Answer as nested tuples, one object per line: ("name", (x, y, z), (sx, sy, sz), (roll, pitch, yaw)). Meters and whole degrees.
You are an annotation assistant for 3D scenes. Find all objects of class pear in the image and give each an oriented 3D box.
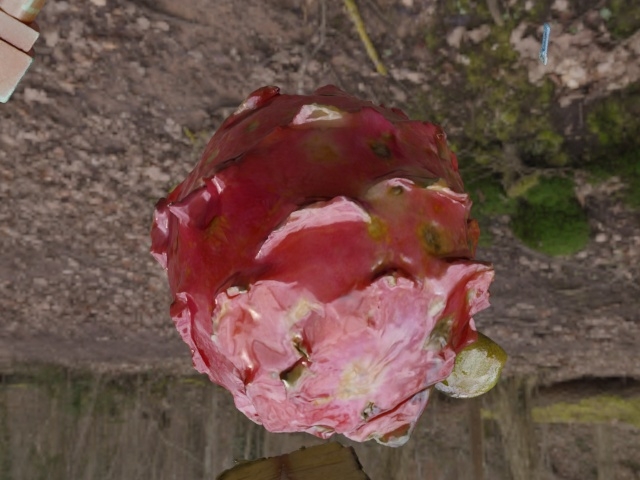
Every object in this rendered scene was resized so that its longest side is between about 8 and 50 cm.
("pear", (0.220, 0.196, 1.234), (0.141, 0.104, 0.141), (25, 167, 6))

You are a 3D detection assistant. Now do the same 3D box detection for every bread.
("bread", (-0.050, 0.420, 1.295), (0.263, 0.198, 0.236), (-14, 152, -8))

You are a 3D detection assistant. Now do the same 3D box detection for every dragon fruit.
("dragon fruit", (0.000, 0.000, 0.496), (0.210, 0.205, 0.268), (15, -157, -2))

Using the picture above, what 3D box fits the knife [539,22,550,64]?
("knife", (0.424, -0.373, 1.465), (0.010, 0.027, 0.096), (-20, 147, -4))

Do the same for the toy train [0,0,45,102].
("toy train", (-0.134, -0.114, 0.318), (0.064, 0.103, 0.044), (27, -166, -40))
